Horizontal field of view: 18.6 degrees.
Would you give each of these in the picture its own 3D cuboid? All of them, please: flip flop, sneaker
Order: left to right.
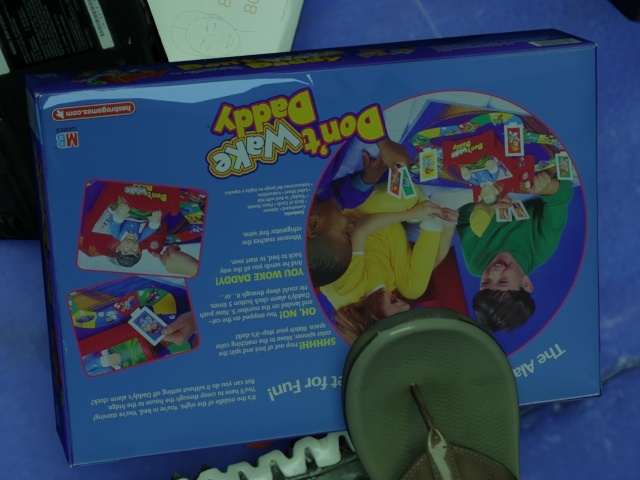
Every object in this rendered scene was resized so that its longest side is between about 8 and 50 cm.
[{"bbox_3d":[-0.053,0.193,1.256,0.234,0.078,0.106,-18,79,-9],"label":"sneaker"},{"bbox_3d":[0.080,0.169,1.210,0.112,0.080,0.277,-10,112,-12],"label":"flip flop"}]

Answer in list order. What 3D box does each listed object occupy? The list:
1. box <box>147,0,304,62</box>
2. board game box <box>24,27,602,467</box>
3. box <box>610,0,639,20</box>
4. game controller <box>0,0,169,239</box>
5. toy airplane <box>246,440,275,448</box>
[{"bbox_3d":[-0.096,-0.167,1.309,0.170,0.091,0.130,15,80,-2],"label":"box"},{"bbox_3d":[0.000,0.000,1.225,0.347,0.078,0.233,-6,104,-13],"label":"board game box"},{"bbox_3d":[0.270,-0.338,1.262,0.183,0.294,0.296,44,80,4],"label":"box"},{"bbox_3d":[-0.191,-0.138,1.217,0.166,0.067,0.319,-18,125,0],"label":"game controller"},{"bbox_3d":[-0.026,0.058,1.294,0.151,0.028,0.151,-3,104,-11],"label":"toy airplane"}]
